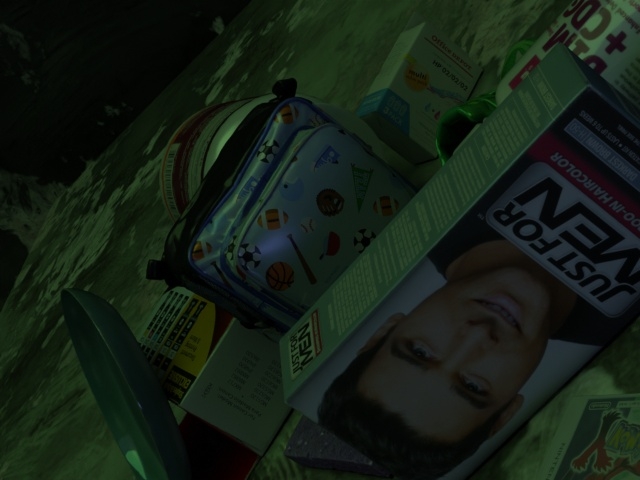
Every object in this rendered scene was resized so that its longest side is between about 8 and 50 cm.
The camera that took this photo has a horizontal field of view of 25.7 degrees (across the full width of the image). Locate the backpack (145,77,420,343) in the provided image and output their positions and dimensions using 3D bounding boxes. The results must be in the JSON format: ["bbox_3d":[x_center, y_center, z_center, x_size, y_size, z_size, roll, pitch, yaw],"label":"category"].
[{"bbox_3d":[0.000,0.000,1.526,0.276,0.263,0.213,-57,24,-7],"label":"backpack"}]

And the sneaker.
[{"bbox_3d":[0.194,-0.122,1.486,0.109,0.123,0.295,-33,27,46],"label":"sneaker"}]

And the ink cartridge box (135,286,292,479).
[{"bbox_3d":[-0.136,0.157,1.770,0.272,0.130,0.309,-58,20,-9],"label":"ink cartridge box"}]

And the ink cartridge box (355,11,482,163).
[{"bbox_3d":[0.133,-0.202,1.791,0.061,0.104,0.181,-14,44,61],"label":"ink cartridge box"}]

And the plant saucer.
[{"bbox_3d":[-0.236,0.196,1.745,0.043,0.318,0.317,-25,12,-17],"label":"plant saucer"}]

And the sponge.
[{"bbox_3d":[0.040,0.184,1.463,0.117,0.031,0.210,-59,20,-18],"label":"sponge"}]

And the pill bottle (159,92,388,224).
[{"bbox_3d":[-0.066,-0.081,1.851,0.224,0.224,0.392,-57,18,-8],"label":"pill bottle"}]

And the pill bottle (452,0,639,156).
[{"bbox_3d":[0.265,-0.138,1.295,0.283,0.160,0.160,-48,20,16],"label":"pill bottle"}]

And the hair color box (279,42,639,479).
[{"bbox_3d":[0.153,0.035,1.219,0.374,0.185,0.113,-47,21,18],"label":"hair color box"}]

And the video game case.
[{"bbox_3d":[0.219,0.194,1.043,0.201,0.023,0.183,-15,43,61],"label":"video game case"}]
